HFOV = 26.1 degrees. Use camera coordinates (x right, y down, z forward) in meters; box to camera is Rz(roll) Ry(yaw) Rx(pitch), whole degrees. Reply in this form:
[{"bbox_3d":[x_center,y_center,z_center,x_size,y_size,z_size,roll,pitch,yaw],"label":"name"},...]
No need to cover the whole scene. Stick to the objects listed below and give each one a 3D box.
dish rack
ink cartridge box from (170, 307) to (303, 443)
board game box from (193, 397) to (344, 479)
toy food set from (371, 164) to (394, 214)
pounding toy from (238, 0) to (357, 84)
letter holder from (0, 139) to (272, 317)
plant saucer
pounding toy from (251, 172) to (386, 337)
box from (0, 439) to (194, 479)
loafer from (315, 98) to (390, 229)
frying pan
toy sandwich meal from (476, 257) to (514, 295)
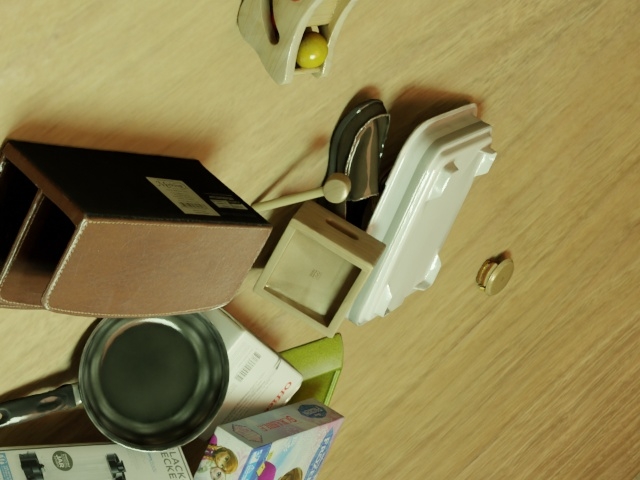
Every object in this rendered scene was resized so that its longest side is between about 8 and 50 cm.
[{"bbox_3d":[0.147,-0.028,2.010,0.285,0.072,0.333,-27,145,-61],"label":"dish rack"},{"bbox_3d":[-0.136,0.196,1.916,0.158,0.092,0.218,-49,147,-4],"label":"ink cartridge box"},{"bbox_3d":[-0.112,0.391,1.945,0.319,0.066,0.318,-65,160,12],"label":"board game box"},{"bbox_3d":[0.106,-0.078,2.019,0.083,0.020,0.083,-21,137,-39],"label":"toy food set"},{"bbox_3d":[0.028,-0.310,1.561,0.155,0.154,0.270,-15,134,-44],"label":"pounding toy"},{"bbox_3d":[-0.240,0.026,1.561,0.302,0.152,0.214,3,121,-53],"label":"letter holder"},{"bbox_3d":[-0.042,0.249,2.134,0.188,0.045,0.188,-15,132,-45],"label":"plant saucer"},{"bbox_3d":[-0.005,-0.009,1.852,0.206,0.181,0.094,-60,177,26],"label":"pounding toy"},{"bbox_3d":[-0.319,0.336,1.736,0.290,0.087,0.169,4,136,-41],"label":"box"},{"bbox_3d":[0.057,-0.090,1.888,0.080,0.078,0.220,-18,135,-42],"label":"loafer"},{"bbox_3d":[-0.262,0.205,1.733,0.326,0.053,0.197,-36,103,-17],"label":"frying pan"},{"bbox_3d":[0.305,0.061,2.408,0.085,0.029,0.086,-38,148,-30],"label":"toy sandwich meal"}]
